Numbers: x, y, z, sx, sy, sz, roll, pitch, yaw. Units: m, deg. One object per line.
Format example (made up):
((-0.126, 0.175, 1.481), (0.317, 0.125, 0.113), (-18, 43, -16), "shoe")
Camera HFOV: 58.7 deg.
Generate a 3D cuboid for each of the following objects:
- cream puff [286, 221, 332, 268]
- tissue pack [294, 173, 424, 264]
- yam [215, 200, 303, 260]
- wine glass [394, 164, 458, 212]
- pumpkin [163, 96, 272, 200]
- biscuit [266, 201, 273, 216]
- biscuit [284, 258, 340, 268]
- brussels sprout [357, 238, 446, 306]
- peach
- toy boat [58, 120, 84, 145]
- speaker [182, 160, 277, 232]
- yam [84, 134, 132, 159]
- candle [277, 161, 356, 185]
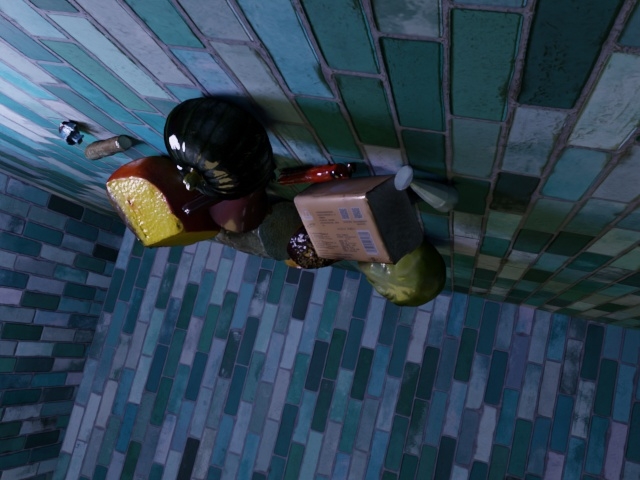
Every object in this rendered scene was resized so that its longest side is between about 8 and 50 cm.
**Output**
((0.000, 0.000, 1.993), (0.165, 0.239, 0.239), (39, 175, 9), "cream puff")
((0.123, -0.078, 1.554), (0.239, 0.238, 0.306), (20, 169, -37), "tissue pack")
((-0.234, -0.052, 2.139), (0.349, 0.240, 0.241), (9, 170, 38), "yam")
((0.255, -0.126, 1.371), (0.155, 0.073, 0.073), (22, 168, -29), "wine glass")
((-0.230, -0.191, 1.242), (0.250, 0.216, 0.249), (26, 152, 15), "pumpkin")
((-0.259, -0.132, 1.885), (0.226, 0.042, 0.226), (24, -161, -9), "biscuit")
((-0.010, 0.017, 2.241), (0.297, 0.101, 0.296), (-11, -159, 4), "biscuit")
((0.303, 0.107, 2.127), (0.345, 0.267, 0.344), (19, 176, 1), "brussels sprout")
((-0.488, -0.131, 1.834), (0.243, 0.306, 0.380), (-27, 167, 20), "peach")
((-0.735, -0.315, 1.692), (0.061, 0.060, 0.137), (34, 162, -8), "toy boat")
((-0.261, -0.151, 1.630), (0.260, 0.198, 0.329), (-3, 167, -11), "speaker")
((-0.664, -0.288, 1.774), (0.061, 0.061, 0.274), (21, 168, -39), "yam")
((-0.024, -0.176, 1.533), (0.051, 0.048, 0.329), (9, 176, -35), "candle")
